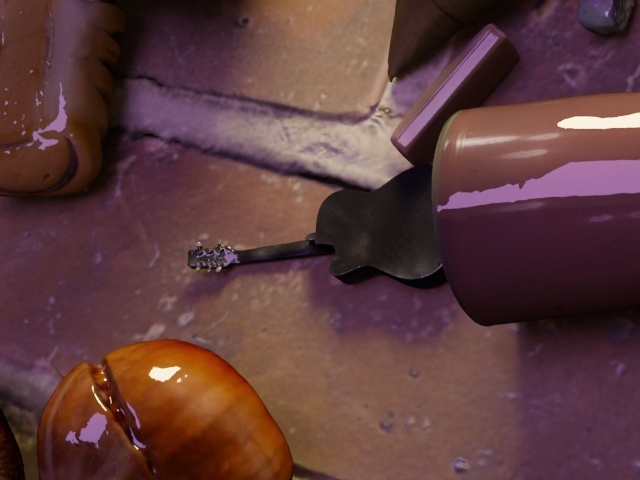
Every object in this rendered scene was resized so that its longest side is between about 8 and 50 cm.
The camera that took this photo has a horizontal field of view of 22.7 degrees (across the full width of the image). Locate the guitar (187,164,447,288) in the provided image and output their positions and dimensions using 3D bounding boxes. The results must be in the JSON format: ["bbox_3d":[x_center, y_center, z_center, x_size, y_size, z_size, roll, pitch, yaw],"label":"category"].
[{"bbox_3d":[0.000,0.000,1.190,0.233,0.025,0.088,-7,67,26],"label":"guitar"}]

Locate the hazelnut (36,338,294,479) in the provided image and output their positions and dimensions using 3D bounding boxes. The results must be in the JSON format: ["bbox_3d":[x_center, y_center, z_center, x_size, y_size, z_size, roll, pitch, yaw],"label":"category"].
[{"bbox_3d":[-0.116,0.157,1.107,0.182,0.182,0.182,-12,64,25],"label":"hazelnut"}]

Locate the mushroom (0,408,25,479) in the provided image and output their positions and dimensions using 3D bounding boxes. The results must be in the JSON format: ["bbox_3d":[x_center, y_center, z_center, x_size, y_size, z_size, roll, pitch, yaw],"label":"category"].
[{"bbox_3d":[-0.325,0.184,1.226,0.194,0.138,0.231,8,85,-11],"label":"mushroom"}]

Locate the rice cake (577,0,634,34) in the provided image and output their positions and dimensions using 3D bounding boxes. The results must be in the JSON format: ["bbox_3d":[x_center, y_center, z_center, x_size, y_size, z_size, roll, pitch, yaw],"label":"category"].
[{"bbox_3d":[0.230,-0.244,1.163,0.033,0.033,0.208,4,70,41],"label":"rice cake"}]

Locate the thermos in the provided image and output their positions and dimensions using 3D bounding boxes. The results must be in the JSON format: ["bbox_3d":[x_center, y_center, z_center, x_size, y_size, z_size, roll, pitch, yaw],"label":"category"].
[{"bbox_3d":[0.221,-0.016,1.009,0.265,0.146,0.176,-5,108,27],"label":"thermos"}]

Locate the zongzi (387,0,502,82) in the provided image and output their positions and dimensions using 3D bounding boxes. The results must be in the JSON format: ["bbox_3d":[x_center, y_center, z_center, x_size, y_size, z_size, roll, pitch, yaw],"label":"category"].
[{"bbox_3d":[0.136,-0.299,1.208,0.300,0.145,0.274,-52,17,44],"label":"zongzi"}]

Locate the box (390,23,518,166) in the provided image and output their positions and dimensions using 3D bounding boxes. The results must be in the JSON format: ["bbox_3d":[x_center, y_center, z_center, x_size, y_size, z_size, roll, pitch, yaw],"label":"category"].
[{"bbox_3d":[0.097,-0.106,1.168,0.025,0.048,0.115,41,92,29],"label":"box"}]

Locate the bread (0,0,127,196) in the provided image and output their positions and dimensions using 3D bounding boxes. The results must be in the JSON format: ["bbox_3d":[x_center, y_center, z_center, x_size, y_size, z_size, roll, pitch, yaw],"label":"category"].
[{"bbox_3d":[-0.229,-0.144,1.349,0.134,0.081,0.225,-1,67,23],"label":"bread"}]
